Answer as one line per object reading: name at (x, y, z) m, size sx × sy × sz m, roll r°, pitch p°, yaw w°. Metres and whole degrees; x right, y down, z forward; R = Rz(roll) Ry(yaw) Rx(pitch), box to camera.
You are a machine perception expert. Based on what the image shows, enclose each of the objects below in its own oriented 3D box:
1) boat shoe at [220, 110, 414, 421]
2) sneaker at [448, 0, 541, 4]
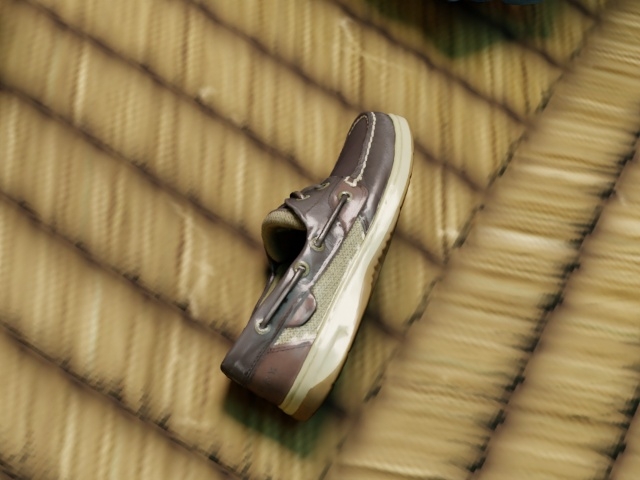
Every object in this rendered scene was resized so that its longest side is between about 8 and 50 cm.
boat shoe at (0.000, 0.000, 0.599) m, size 0.049 × 0.056 × 0.152 m, roll 26°, pitch 53°, yaw -11°
sneaker at (0.096, -0.192, 0.762) m, size 0.240 × 0.091 × 0.126 m, roll -39°, pitch 106°, yaw -45°
